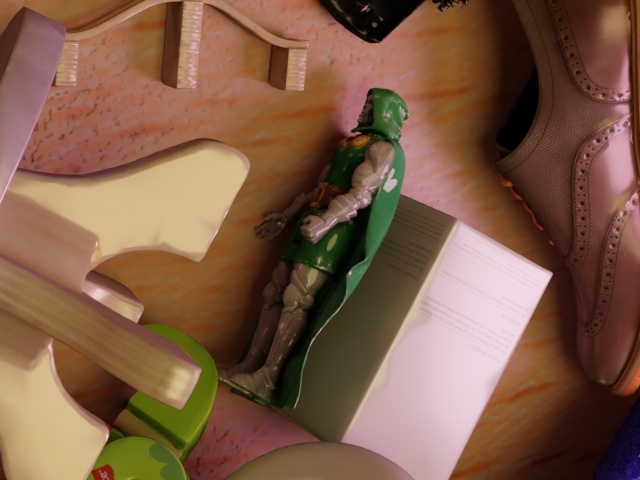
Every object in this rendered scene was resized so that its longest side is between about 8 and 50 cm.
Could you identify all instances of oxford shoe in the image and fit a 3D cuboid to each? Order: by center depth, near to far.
[{"bbox_3d":[0.195,-0.045,1.288,0.133,0.130,0.363,-2,117,3],"label":"oxford shoe"}]

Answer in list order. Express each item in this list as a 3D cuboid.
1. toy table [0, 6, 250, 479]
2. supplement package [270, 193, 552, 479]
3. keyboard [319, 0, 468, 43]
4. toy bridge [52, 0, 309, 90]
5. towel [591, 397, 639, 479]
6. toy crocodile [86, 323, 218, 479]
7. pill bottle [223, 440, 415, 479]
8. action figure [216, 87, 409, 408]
[{"bbox_3d":[-0.165,0.024,1.011,0.161,0.252,0.274,27,102,-18],"label":"toy table"},{"bbox_3d":[0.062,0.070,1.227,0.105,0.105,0.179,29,88,-35],"label":"supplement package"},{"bbox_3d":[0.081,-0.209,1.207,0.192,0.038,0.100,-43,98,-12],"label":"keyboard"},{"bbox_3d":[-0.089,-0.131,1.124,0.188,0.026,0.063,-3,105,-31],"label":"toy bridge"},{"bbox_3d":[0.262,0.247,1.353,0.308,0.076,0.227,-53,141,-26],"label":"towel"},{"bbox_3d":[-0.172,0.208,1.107,0.105,0.115,0.340,35,81,6],"label":"toy crocodile"},{"bbox_3d":[0.029,0.291,1.201,0.181,0.181,0.323,-41,140,-14],"label":"pill bottle"},{"bbox_3d":[0.000,0.000,1.176,0.063,0.137,0.232,31,79,-21],"label":"action figure"}]
